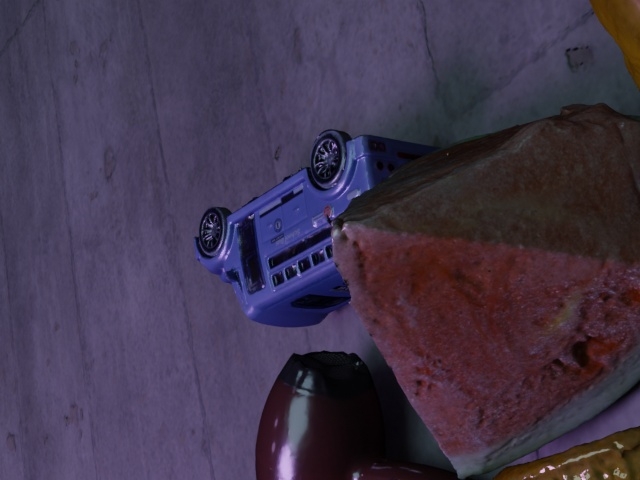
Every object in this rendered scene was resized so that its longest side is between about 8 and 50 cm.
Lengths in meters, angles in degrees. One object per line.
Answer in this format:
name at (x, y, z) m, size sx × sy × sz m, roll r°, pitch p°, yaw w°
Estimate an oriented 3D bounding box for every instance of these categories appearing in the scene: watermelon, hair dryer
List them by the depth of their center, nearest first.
watermelon at (0.143, 0.044, 0.936) m, size 0.283 × 0.292 × 0.250 m, roll -25°, pitch 95°, yaw 49°
hair dryer at (0.078, 0.270, 1.124) m, size 0.340 × 0.123 × 0.313 m, roll 8°, pitch 103°, yaw 43°

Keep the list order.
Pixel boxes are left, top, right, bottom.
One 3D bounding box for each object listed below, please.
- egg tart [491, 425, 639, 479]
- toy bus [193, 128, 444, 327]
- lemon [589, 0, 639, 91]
egg tart at (0.223, 0.196, 0.839) m, size 0.202 × 0.202 × 0.147 m, roll -30°, pitch 70°, yaw 48°
toy bus at (0.000, 0.000, 1.223) m, size 0.292 × 0.125 × 0.133 m, roll -29°, pitch 63°, yaw 47°
lemon at (0.281, -0.207, 0.784) m, size 0.233 × 0.233 × 0.288 m, roll 50°, pitch 126°, yaw 45°
